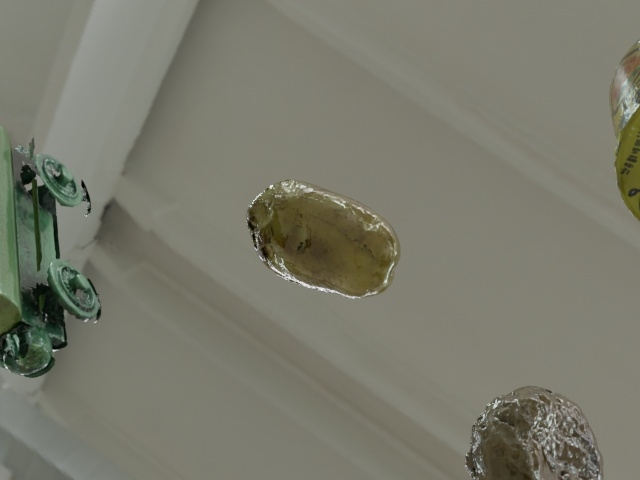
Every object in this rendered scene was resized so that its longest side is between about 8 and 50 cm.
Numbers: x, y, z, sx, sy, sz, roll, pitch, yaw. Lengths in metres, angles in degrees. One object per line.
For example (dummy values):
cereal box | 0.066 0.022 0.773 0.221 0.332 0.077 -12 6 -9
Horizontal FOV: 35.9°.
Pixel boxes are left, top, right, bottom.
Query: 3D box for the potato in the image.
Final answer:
potato | 0.000 0.000 0.948 0.171 0.080 0.107 21 -42 26

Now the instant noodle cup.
instant noodle cup | 0.347 -0.112 0.904 0.182 0.144 0.182 1 -56 2

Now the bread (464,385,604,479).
bread | 0.290 0.313 1.353 0.123 0.230 0.230 -24 -78 43

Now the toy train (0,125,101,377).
toy train | -0.317 -0.012 0.976 0.126 0.307 0.189 -27 -42 9
